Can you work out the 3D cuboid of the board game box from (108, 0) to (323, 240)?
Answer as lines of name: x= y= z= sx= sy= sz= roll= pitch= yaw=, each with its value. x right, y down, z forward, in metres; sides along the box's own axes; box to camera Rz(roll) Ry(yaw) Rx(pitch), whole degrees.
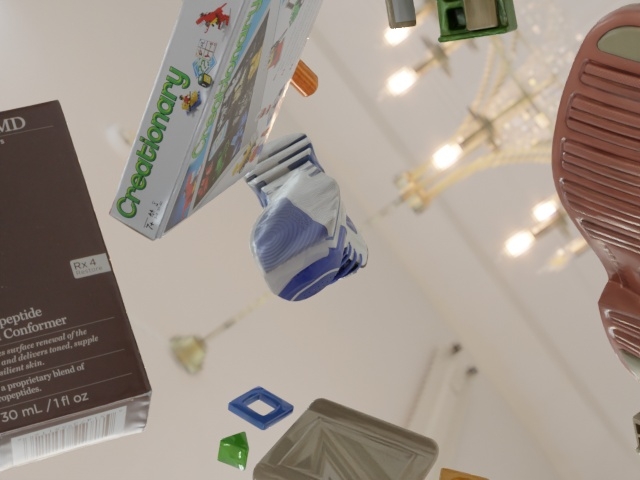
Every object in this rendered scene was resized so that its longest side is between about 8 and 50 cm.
board game box: x=-0.063 y=-0.163 z=1.084 sx=0.053 sy=0.305 sz=0.193 roll=30 pitch=-150 yaw=10

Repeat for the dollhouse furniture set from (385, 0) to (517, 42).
dollhouse furniture set: x=0.239 y=-0.326 z=1.582 sx=0.197 sy=0.301 sz=0.151 roll=-21 pitch=-76 yaw=-57

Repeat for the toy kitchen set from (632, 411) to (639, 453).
toy kitchen set: x=0.239 y=0.180 z=0.955 sx=0.075 sy=0.083 sz=0.068 roll=23 pitch=136 yaw=53

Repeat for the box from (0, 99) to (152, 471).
box: x=-0.333 y=0.047 z=1.491 sx=0.143 sy=0.191 sz=0.381 roll=111 pitch=140 yaw=-61

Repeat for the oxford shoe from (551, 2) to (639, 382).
oxford shoe: x=0.274 y=-0.040 z=0.988 sx=0.140 sy=0.146 sz=0.397 roll=27 pitch=153 yaw=34

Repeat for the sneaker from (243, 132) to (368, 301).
sneaker: x=0.000 y=-0.001 z=1.681 sx=0.182 sy=0.127 sz=0.315 roll=57 pitch=-171 yaw=-27

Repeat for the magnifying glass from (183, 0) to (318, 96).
magnifying glass: x=-0.078 y=-0.215 z=1.246 sx=0.231 sy=0.026 sz=0.092 roll=44 pitch=-150 yaw=-37

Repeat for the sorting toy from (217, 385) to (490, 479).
sorting toy: x=0.034 y=0.282 z=1.618 sx=0.347 sy=0.047 sz=0.196 roll=19 pitch=-152 yaw=16
